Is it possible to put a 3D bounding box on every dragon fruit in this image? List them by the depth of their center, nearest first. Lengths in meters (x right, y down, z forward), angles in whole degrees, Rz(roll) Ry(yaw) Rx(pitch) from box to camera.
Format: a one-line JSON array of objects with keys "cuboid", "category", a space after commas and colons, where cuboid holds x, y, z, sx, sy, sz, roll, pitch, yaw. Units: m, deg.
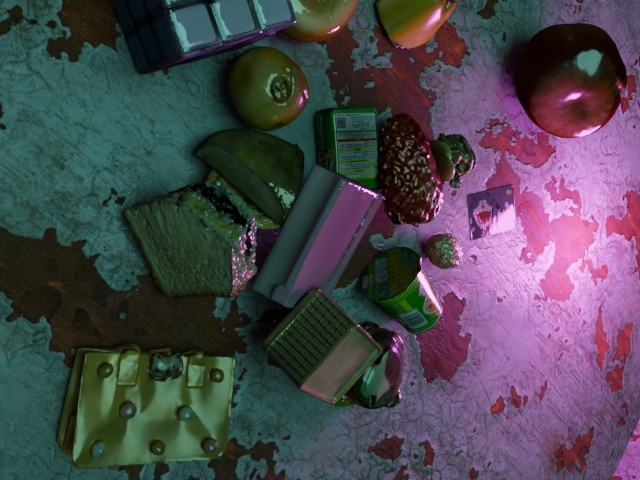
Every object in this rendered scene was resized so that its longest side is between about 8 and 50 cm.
[{"cuboid": [0.155, 0.397, 1.822, 0.268, 0.130, 0.295, 48, 69, -33], "category": "dragon fruit"}]

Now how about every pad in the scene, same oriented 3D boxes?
[{"cuboid": [0.624, -0.105, 2.149, 0.245, 0.006, 0.170, -13, 101, -31], "category": "pad"}]

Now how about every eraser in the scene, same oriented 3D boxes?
[{"cuboid": [0.000, 0.000, 1.565, 0.359, 0.122, 0.272, -62, 155, 8], "category": "eraser"}]

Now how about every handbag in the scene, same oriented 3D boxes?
[{"cuboid": [-0.409, 0.399, 1.453, 0.400, 0.133, 0.283, 12, 83, -34], "category": "handbag"}]

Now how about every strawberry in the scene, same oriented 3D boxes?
[{"cuboid": [0.281, -0.209, 1.765, 0.265, 0.149, 0.337, -35, 119, -54], "category": "strawberry"}]

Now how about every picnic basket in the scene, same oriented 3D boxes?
[{"cuboid": [0.007, 0.290, 1.604, 0.228, 0.175, 0.313, -47, 150, -4], "category": "picnic basket"}]

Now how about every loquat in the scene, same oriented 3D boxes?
[{"cuboid": [-0.140, -0.384, 1.509, 0.213, 0.213, 0.213, -4, 97, -33], "category": "loquat"}]

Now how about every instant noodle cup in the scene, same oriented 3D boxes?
[{"cuboid": [0.268, 0.168, 1.835, 0.207, 0.207, 0.233, -52, 125, -18], "category": "instant noodle cup"}]

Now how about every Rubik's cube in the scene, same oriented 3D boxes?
[{"cuboid": [-0.281, -0.568, 1.326, 0.303, 0.305, 0.301, -26, 108, -27], "category": "Rubik's cube"}]

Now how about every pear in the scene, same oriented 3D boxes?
[{"cuboid": [0.311, -0.721, 1.781, 0.266, 0.178, 0.267, -1, 91, -31], "category": "pear"}]

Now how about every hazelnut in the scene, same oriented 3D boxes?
[{"cuboid": [0.879, -0.566, 2.076, 0.409, 0.359, 0.359, 40, 73, -38], "category": "hazelnut"}]

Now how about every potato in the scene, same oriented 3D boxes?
[{"cuboid": [-0.177, -0.202, 1.481, 0.255, 0.112, 0.270, 22, 41, -19], "category": "potato"}]

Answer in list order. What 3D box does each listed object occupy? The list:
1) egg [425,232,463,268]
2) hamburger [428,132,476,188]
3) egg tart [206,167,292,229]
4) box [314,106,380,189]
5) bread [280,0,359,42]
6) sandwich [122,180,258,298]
[{"cuboid": [0.407, 0.034, 1.952, 0.140, 0.118, 0.116, 29, 96, -23], "category": "egg"}, {"cuboid": [0.402, -0.249, 1.897, 0.131, 0.159, 0.185, -24, 87, -34], "category": "hamburger"}, {"cuboid": [-0.188, -0.100, 1.527, 0.252, 0.098, 0.232, -15, 60, -48], "category": "egg tart"}, {"cuboid": [0.084, -0.262, 1.719, 0.180, 0.103, 0.250, -8, 98, -33], "category": "box"}, {"cuboid": [-0.034, -0.687, 1.563, 0.332, 0.160, 0.334, -5, 100, -32], "category": "bread"}, {"cuboid": [-0.280, -0.001, 1.372, 0.131, 0.325, 0.262, -38, 113, -45], "category": "sandwich"}]
